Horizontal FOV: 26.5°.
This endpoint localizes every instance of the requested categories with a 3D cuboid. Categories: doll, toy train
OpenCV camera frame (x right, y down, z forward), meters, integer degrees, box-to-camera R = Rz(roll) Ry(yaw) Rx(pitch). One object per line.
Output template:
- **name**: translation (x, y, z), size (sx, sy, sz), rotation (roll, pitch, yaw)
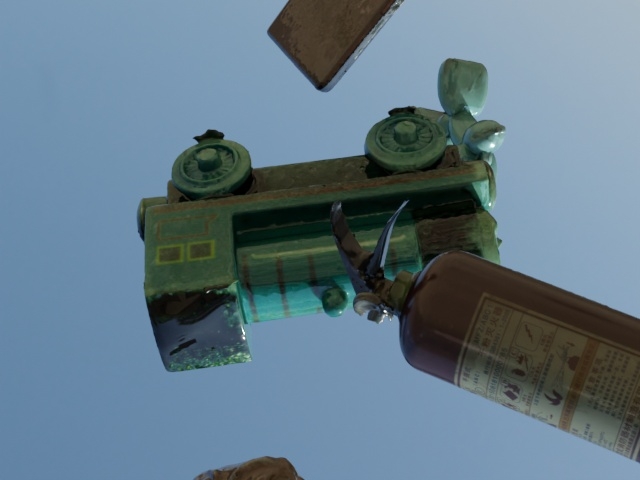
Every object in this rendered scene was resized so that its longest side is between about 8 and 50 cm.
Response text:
- **doll**: translation (0.146, -0.108, 1.433), size (0.059, 0.159, 0.159), rotation (8, -117, -24)
- **toy train**: translation (0.000, 0.000, 1.091), size (0.298, 0.120, 0.194), rotation (-8, -139, 1)

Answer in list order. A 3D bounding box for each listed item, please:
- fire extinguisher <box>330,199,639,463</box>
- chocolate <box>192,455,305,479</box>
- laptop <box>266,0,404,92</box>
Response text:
- **fire extinguisher**: translation (0.107, 0.043, 0.711), size (0.231, 0.099, 0.071), rotation (23, -135, 15)
- **chocolate**: translation (-0.104, 0.317, 1.473), size (0.093, 0.148, 0.214), rotation (67, -150, -22)
- **laptop**: translation (0.041, -0.237, 1.201), size (0.026, 0.207, 0.154), rotation (30, -167, -35)
